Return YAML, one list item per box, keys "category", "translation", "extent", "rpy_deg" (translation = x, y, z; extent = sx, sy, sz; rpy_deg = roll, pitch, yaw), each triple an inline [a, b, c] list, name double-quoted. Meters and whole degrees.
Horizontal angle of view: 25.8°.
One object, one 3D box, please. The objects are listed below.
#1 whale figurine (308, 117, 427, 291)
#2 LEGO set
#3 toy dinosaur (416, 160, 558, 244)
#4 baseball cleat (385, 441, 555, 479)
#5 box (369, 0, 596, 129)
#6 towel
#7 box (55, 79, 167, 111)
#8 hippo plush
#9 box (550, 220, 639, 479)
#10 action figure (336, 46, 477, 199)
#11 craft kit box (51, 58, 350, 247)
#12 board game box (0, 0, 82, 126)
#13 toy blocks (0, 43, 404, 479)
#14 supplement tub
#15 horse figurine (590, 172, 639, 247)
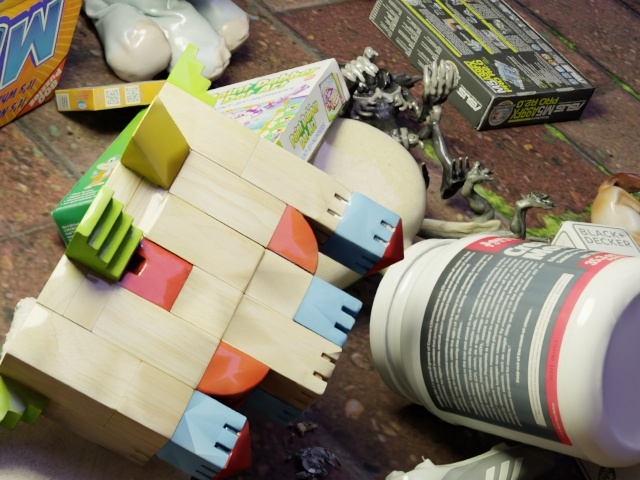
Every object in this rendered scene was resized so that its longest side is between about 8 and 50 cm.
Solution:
- category: "whale figurine"
  translation: [0.000, 0.000, 1.495]
  extent: [0.216, 0.141, 0.272]
  rpy_deg: [27, 59, -2]
- category: "LEGO set"
  translation: [-0.009, 0.195, 1.301]
  extent: [0.054, 0.023, 0.083]
  rpy_deg: [-4, 45, -35]
- category: "toy dinosaur"
  translation: [0.199, -0.018, 1.619]
  extent: [0.268, 0.118, 0.064]
  rpy_deg: [19, 26, -9]
- category: "baseball cleat"
  translation: [0.149, 0.249, 1.306]
  extent: [0.206, 0.072, 0.109]
  rpy_deg: [-6, 61, -33]
- category: "box"
  translation: [0.232, -0.270, 2.015]
  extent: [0.216, 0.060, 0.270]
  rpy_deg: [-10, 48, -38]
- category: "towel"
  translation: [-0.202, 0.162, 1.209]
  extent: [0.187, 0.049, 0.282]
  rpy_deg: [18, 36, -11]
- category: "box"
  translation: [-0.224, -0.167, 1.601]
  extent: [0.136, 0.028, 0.081]
  rpy_deg: [-10, 9, -40]
- category: "hippo plush"
  translation: [-0.187, -0.359, 1.723]
  extent: [0.234, 0.236, 0.294]
  rpy_deg: [-14, 50, -41]
- category: "box"
  translation: [0.311, 0.135, 1.446]
  extent: [0.087, 0.169, 0.290]
  rpy_deg: [3, 40, -28]
- category: "action figure"
  translation: [0.094, -0.167, 1.733]
  extent: [0.164, 0.141, 0.275]
  rpy_deg: [-11, 49, -24]
- category: "craft kit box"
  translation: [-0.118, -0.091, 1.449]
  extent: [0.250, 0.061, 0.246]
  rpy_deg: [-12, 23, 24]
- category: "board game box"
  translation: [-0.467, -0.312, 1.392]
  extent: [0.356, 0.356, 0.356]
  rpy_deg: [32, 35, 11]
- category: "toy blocks"
  translation: [-0.091, 0.055, 1.192]
  extent: [0.261, 0.191, 0.381]
  rpy_deg: [30, 60, -7]
- category: "supplement tub"
  translation: [0.200, 0.096, 1.324]
  extent: [0.191, 0.191, 0.272]
  rpy_deg: [-13, 16, -41]
- category: "horse figurine"
  translation: [0.409, -0.008, 1.779]
  extent: [0.174, 0.066, 0.263]
  rpy_deg: [18, 38, -20]
